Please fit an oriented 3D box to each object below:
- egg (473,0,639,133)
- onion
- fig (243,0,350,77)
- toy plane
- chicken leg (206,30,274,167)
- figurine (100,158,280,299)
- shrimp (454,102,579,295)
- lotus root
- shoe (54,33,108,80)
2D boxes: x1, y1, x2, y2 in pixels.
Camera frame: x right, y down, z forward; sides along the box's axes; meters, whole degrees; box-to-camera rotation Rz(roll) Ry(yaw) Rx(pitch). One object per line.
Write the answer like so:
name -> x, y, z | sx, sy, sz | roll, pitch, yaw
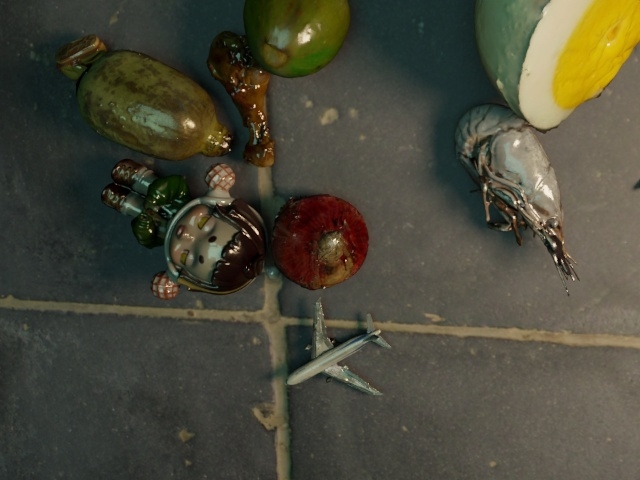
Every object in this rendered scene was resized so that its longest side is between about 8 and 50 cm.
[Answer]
egg -> 0.330, -0.343, 0.956 | 0.201, 0.337, 0.337 | 41, 112, 33
onion -> 0.000, 0.000, 1.184 | 0.184, 0.147, 0.183 | 0, 88, -9
fig -> -0.047, -0.361, 1.114 | 0.181, 0.191, 0.181 | 10, 140, 9
toy plane -> 0.026, 0.222, 1.277 | 0.226, 0.058, 0.226 | -30, 96, 23
chicken leg -> -0.132, -0.256, 1.212 | 0.107, 0.087, 0.251 | 0, 110, 38
figurine -> -0.246, -0.025, 1.252 | 0.370, 0.167, 0.281 | 30, 99, 16
shrimp -> 0.328, -0.067, 1.097 | 0.145, 0.116, 0.343 | -30, 86, 20
lotus root -> -0.304, -0.242, 1.226 | 0.309, 0.173, 0.173 | 23, 107, 7
shoe -> -0.457, -0.347, 1.285 | 0.109, 0.069, 0.072 | -36, 53, 9
